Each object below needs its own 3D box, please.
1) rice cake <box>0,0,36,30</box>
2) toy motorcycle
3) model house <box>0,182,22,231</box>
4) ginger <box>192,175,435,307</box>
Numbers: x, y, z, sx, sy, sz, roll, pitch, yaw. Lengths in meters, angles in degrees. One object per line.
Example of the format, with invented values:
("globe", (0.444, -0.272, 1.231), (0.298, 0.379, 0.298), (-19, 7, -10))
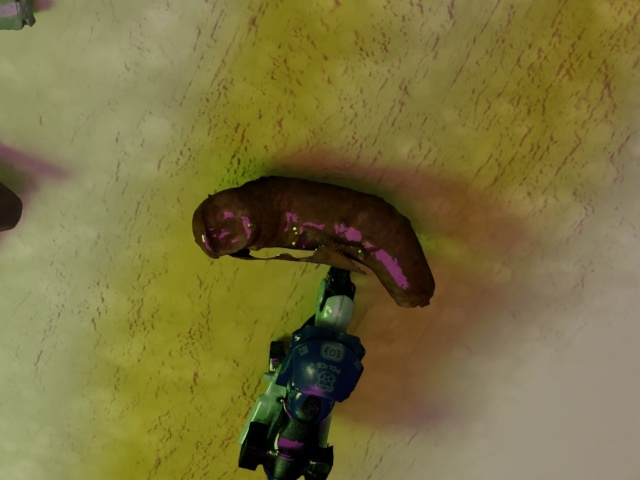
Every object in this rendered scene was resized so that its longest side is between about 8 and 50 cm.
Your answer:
("rice cake", (-0.436, -0.295, 1.542), (0.211, 0.038, 0.124), (-3, 127, 8))
("toy motorcycle", (-0.014, 0.187, 1.767), (0.125, 0.196, 0.331), (15, 126, -6))
("model house", (-0.507, -0.033, 1.705), (0.229, 0.122, 0.188), (35, 137, -3))
("ginger", (-0.003, -0.011, 1.661), (0.309, 0.133, 0.107), (9, 139, -7))
